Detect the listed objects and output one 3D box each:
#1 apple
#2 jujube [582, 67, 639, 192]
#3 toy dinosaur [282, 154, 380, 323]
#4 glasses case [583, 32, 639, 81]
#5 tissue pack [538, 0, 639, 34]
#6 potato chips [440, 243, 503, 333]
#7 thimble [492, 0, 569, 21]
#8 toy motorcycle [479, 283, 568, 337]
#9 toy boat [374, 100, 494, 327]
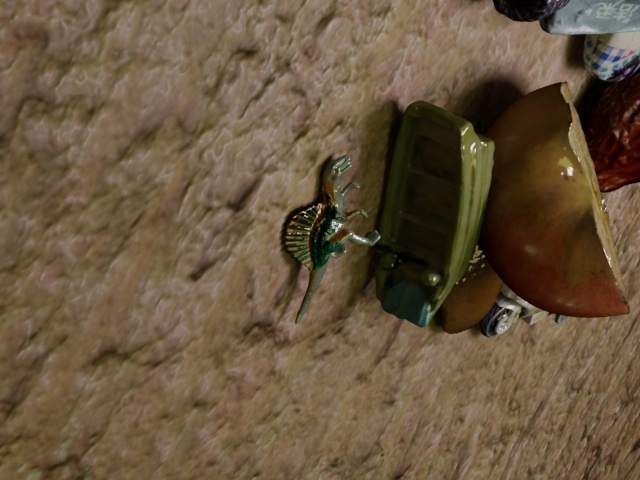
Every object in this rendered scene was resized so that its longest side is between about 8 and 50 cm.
[{"bbox_3d":[0.268,-0.034,1.671,0.251,0.163,0.293,23,54,-73],"label":"apple"},{"bbox_3d":[0.446,-0.160,1.863,0.236,0.168,0.168,-42,148,6],"label":"jujube"},{"bbox_3d":[-0.002,-0.001,1.497,0.187,0.044,0.106,-49,135,8],"label":"toy dinosaur"},{"bbox_3d":[0.423,-0.360,1.736,0.125,0.076,0.328,-12,126,-50],"label":"glasses case"},{"bbox_3d":[0.360,-0.362,1.555,0.185,0.081,0.257,-5,138,-24],"label":"tissue pack"},{"bbox_3d":[0.216,0.042,1.810,0.150,0.049,0.202,-19,133,-42],"label":"potato chips"},{"bbox_3d":[0.238,-0.301,1.519,0.066,0.095,0.104,-27,135,-38],"label":"thimble"},{"bbox_3d":[0.319,0.054,1.935,0.228,0.074,0.151,-24,139,-29],"label":"toy motorcycle"},{"bbox_3d":[0.132,-0.036,1.576,0.084,0.111,0.276,-30,137,-45],"label":"toy boat"}]
